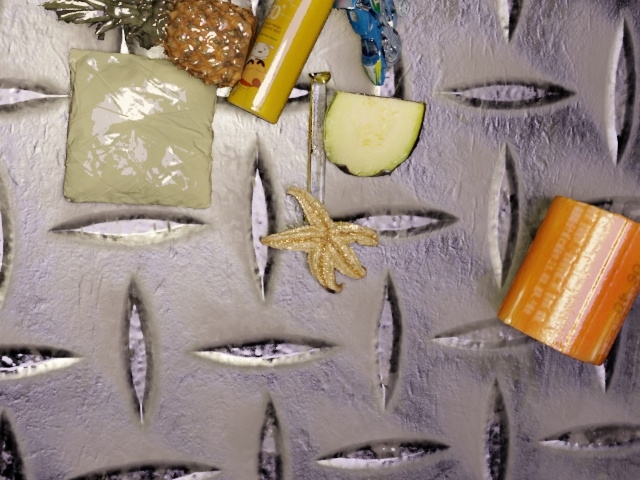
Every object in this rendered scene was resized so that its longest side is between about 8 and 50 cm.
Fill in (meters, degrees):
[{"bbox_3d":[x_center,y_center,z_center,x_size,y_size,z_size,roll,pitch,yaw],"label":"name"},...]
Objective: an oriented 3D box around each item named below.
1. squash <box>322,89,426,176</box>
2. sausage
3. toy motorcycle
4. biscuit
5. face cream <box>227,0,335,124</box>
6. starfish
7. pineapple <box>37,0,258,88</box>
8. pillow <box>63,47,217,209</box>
[{"bbox_3d":[0.091,-0.218,1.814,0.192,0.085,0.184,8,127,-11],"label":"squash"},{"bbox_3d":[0.516,0.075,1.868,0.233,0.233,0.287,25,95,-15],"label":"sausage"},{"bbox_3d":[0.090,-0.411,1.729,0.135,0.092,0.254,-50,134,-32],"label":"toy motorcycle"},{"bbox_3d":[-0.005,-0.180,1.814,0.048,0.026,0.292,-1,100,-15],"label":"biscuit"},{"bbox_3d":[-0.051,-0.391,1.726,0.105,0.105,0.348,26,94,-15],"label":"face cream"},{"bbox_3d":[0.000,0.000,1.820,0.216,0.071,0.238,-24,108,-4],"label":"starfish"},{"bbox_3d":[-0.291,-0.393,1.633,0.364,0.165,0.165,21,95,-5],"label":"pineapple"},{"bbox_3d":[-0.325,-0.200,1.716,0.274,0.076,0.280,3,100,-15],"label":"pillow"}]
